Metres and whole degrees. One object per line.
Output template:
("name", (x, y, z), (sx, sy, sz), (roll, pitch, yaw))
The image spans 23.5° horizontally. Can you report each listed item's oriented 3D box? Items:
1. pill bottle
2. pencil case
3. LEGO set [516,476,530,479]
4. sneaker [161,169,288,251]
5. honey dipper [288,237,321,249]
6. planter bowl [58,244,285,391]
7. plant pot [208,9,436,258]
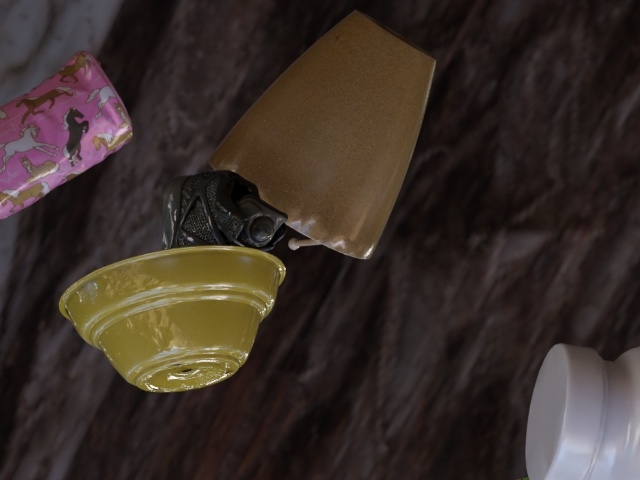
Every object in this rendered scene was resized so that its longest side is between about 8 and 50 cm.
("pill bottle", (0.318, 0.173, 1.315), (0.265, 0.153, 0.153), (12, -164, -5))
("pencil case", (-0.461, -0.127, 2.260), (0.167, 0.386, 0.160), (60, 166, -3))
("LEGO set", (0.364, 0.308, 1.949), (0.287, 0.132, 0.107), (14, 144, 28))
("sneaker", (-0.102, 0.031, 1.617), (0.130, 0.227, 0.087), (-13, 159, 40))
("honey dipper", (0.000, 0.000, 2.284), (0.030, 0.030, 0.161), (19, 168, -30))
("planter bowl", (-0.131, 0.086, 1.448), (0.217, 0.217, 0.090), (12, -122, -47))
("plant pot", (0.029, -0.144, 1.898), (0.237, 0.254, 0.237), (32, -169, -7))
